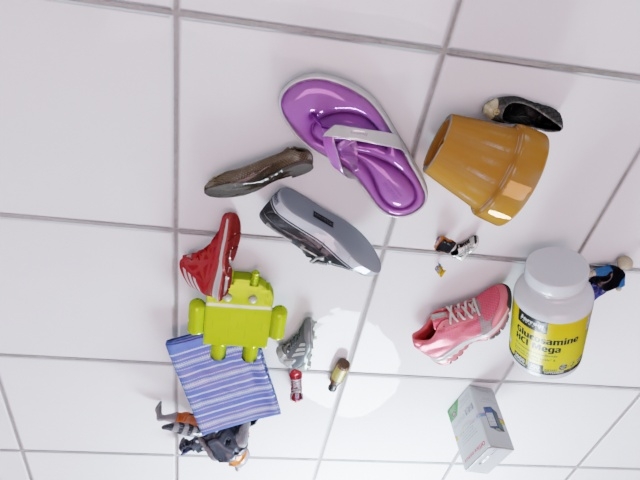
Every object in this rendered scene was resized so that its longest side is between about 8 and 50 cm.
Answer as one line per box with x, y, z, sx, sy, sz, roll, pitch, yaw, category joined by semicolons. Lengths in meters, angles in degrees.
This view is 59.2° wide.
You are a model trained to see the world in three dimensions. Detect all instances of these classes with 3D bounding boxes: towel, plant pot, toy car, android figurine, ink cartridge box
-0.262;0.382;1.558;0.244;0.040;0.335;-15;113;-2;towel
0.318;-0.158;1.138;0.188;0.205;0.205;23;126;-3;plant pot
0.287;0.036;1.383;0.060;0.040;0.122;-7;131;-26;toy car
-0.209;0.190;1.433;0.249;0.056;0.272;7;116;-9;android figurine
0.490;0.586;1.746;0.093;0.212;0.154;14;127;-15;ink cartridge box

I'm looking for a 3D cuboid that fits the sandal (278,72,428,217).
0.091;-0.179;1.150;0.169;0.102;0.416;-38;122;24;sandal

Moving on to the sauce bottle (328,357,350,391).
0.052;0.402;1.674;0.042;0.042;0.128;10;131;-12;sauce bottle

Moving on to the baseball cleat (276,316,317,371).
-0.068;0.290;1.552;0.110;0.072;0.205;6;126;-1;baseball cleat

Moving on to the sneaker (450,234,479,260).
0.352;0.017;1.379;0.037;0.031;0.083;21;125;-20;sneaker

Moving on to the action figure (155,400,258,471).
-0.359;0.606;1.731;0.341;0.178;0.330;-38;113;20;action figure

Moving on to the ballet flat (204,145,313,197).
-0.134;-0.147;1.197;0.250;0.058;0.084;-16;165;16;ballet flat

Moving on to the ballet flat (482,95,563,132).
0.414;-0.256;1.144;0.173;0.049;0.057;6;128;-9;ballet flat

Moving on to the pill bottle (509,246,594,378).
0.584;0.184;1.434;0.188;0.187;0.333;-9;129;4;pill bottle

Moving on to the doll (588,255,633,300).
0.734;0.109;1.475;0.129;0.046;0.189;26;124;-25;doll

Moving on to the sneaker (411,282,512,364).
0.368;0.218;1.495;0.136;0.115;0.314;28;123;-23;sneaker

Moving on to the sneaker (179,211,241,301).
-0.266;0.028;1.309;0.128;0.087;0.221;17;107;10;sneaker

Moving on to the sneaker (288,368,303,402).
-0.072;0.431;1.670;0.042;0.067;0.118;-4;130;-2;sneaker

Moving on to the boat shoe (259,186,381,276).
-0.001;0.003;1.291;0.306;0.113;0.105;31;128;-23;boat shoe
